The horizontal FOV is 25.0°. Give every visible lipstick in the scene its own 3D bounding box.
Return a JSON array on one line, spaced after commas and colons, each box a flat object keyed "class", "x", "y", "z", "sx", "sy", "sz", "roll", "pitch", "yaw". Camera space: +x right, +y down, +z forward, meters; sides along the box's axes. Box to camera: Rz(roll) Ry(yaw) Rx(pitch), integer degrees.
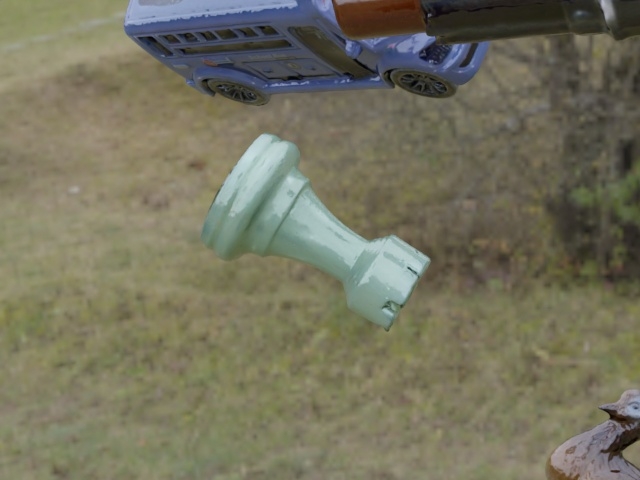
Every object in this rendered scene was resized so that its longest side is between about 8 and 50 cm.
[{"class": "lipstick", "x": 0.151, "y": -0.147, "z": 0.793, "sx": 0.300, "sy": 0.081, "sz": 0.081, "roll": -5, "pitch": 22, "yaw": 20}]

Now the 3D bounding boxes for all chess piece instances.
[{"class": "chess piece", "x": 0.000, "y": 0.000, "z": 0.703, "sx": 0.103, "sy": 0.067, "sz": 0.067, "roll": 32, "pitch": 31, "yaw": 5}]

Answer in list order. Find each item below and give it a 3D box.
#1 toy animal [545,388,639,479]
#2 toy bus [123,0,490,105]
[{"class": "toy animal", "x": 0.296, "y": 0.239, "z": 1.348, "sx": 0.188, "sy": 0.179, "sz": 0.089, "roll": 29, "pitch": 8, "yaw": -11}, {"class": "toy bus", "x": -0.008, "y": -0.183, "z": 1.075, "sx": 0.292, "sy": 0.125, "sz": 0.133, "roll": 3, "pitch": -18, "yaw": 44}]
